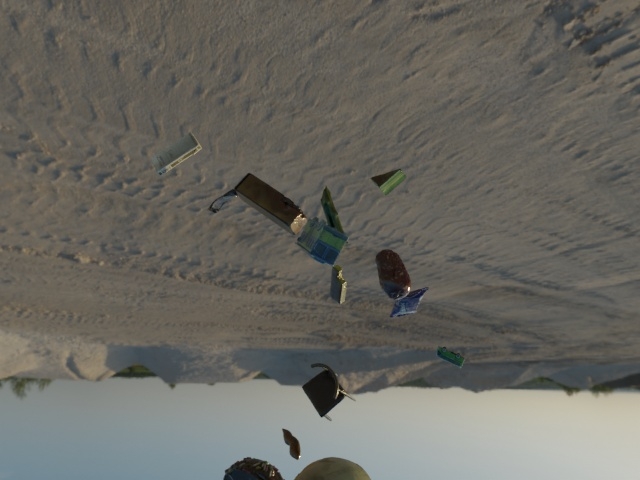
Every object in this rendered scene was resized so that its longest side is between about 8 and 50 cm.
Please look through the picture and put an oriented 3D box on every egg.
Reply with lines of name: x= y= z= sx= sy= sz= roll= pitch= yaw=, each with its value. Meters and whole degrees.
egg: x=0.020 y=0.952 z=1.511 sx=0.337 sy=0.337 sz=0.201 roll=-8 pitch=141 yaw=26

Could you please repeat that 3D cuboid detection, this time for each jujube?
jujube: x=0.172 y=0.081 z=1.007 sx=0.077 sy=0.129 sz=0.077 roll=-15 pitch=150 yaw=-9

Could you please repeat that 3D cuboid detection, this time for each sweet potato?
sweet potato: x=-0.142 y=0.998 z=2.047 sx=0.065 sy=0.051 sz=0.218 roll=-29 pitch=-156 yaw=-13

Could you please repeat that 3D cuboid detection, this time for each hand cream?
hand cream: x=-0.394 y=-0.169 z=1.713 sx=0.163 sy=0.039 sz=0.062 roll=-31 pitch=162 yaw=19

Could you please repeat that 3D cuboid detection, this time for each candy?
candy: x=0.408 y=0.293 z=1.927 sx=0.145 sy=0.070 sz=0.275 roll=-9 pitch=148 yaw=-7

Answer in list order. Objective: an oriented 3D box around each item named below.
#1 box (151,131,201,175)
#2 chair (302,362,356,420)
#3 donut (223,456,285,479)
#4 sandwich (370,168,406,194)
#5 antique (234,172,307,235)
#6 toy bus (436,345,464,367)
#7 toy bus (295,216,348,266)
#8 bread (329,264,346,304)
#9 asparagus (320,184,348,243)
box: x=-0.582 y=-0.349 z=1.665 sx=0.198 sy=0.109 sz=0.029 roll=-35 pitch=143 yaw=-4
chair: x=0.025 y=0.685 z=1.883 sx=0.166 sy=0.188 sz=0.272 roll=-37 pitch=144 yaw=-8
donut: x=-0.212 y=0.850 z=1.376 sx=0.269 sy=0.270 sz=0.103 roll=-10 pitch=-177 yaw=29
sandwich: x=0.282 y=-0.260 z=1.708 sx=0.116 sy=0.074 sz=0.074 roll=-41 pitch=138 yaw=9
antique: x=-0.187 y=-0.139 z=1.575 sx=0.310 sy=0.093 sz=0.087 roll=34 pitch=166 yaw=27
toy bus: x=0.393 y=0.352 z=1.256 sx=0.083 sy=0.037 sz=0.031 roll=22 pitch=-175 yaw=20
toy bus: x=0.000 y=0.000 z=2.070 sx=0.152 sy=0.190 sz=0.312 roll=28 pitch=-179 yaw=-19
bread: x=0.094 y=0.229 z=2.149 sx=0.049 sy=0.088 sz=0.226 roll=-28 pitch=141 yaw=-31
asparagus: x=0.064 y=-0.132 z=2.268 sx=0.085 sy=0.343 sz=0.082 roll=-20 pitch=-177 yaw=30
